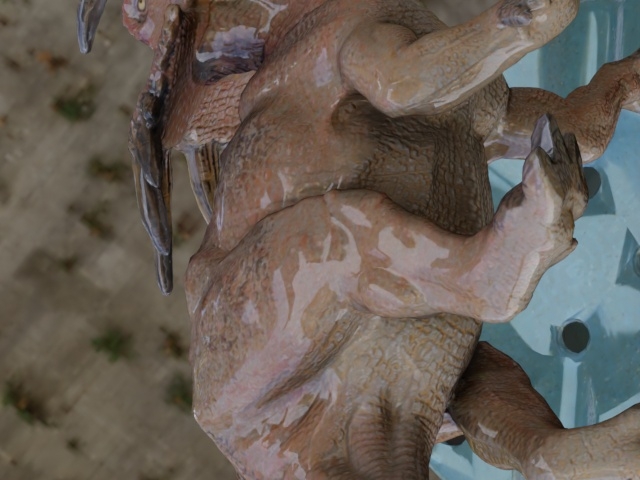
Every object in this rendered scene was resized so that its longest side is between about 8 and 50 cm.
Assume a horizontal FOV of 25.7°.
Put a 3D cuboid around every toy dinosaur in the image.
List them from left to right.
[{"bbox_3d":[0.000,0.000,0.435,0.127,0.200,0.295,47,-141,-44],"label":"toy dinosaur"}]

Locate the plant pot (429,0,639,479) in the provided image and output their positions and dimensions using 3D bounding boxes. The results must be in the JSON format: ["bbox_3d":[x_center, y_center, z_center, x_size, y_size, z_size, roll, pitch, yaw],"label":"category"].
[{"bbox_3d":[0.218,0.029,0.762,0.334,0.341,0.341,11,-145,-50],"label":"plant pot"}]
